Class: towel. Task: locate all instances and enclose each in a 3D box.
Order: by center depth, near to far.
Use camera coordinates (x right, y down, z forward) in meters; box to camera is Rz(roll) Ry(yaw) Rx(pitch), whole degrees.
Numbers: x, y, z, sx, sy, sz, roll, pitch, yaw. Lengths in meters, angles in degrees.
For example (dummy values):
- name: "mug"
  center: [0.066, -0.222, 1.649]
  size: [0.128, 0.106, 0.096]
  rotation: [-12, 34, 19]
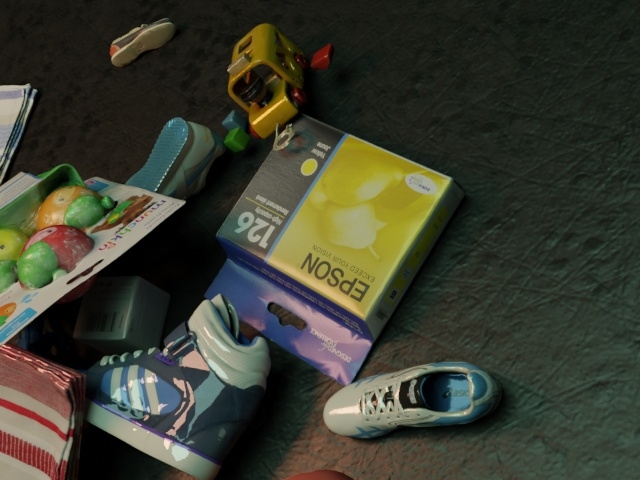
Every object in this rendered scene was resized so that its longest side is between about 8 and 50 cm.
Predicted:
- name: "towel"
  center: [-0.441, 0.302, 1.491]
  size: [0.237, 0.037, 0.329]
  rotation: [16, 108, 25]
- name: "towel"
  center: [-0.643, -0.160, 1.962]
  size: [0.209, 0.034, 0.285]
  rotation: [5, 70, 33]

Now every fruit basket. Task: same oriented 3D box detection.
- name: "fruit basket"
  center: [-0.401, 0.005, 1.556]
  size: [0.327, 0.165, 0.353]
  rotation: [-40, 23, -21]

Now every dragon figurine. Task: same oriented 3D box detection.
- name: "dragon figurine"
  center: [-0.450, 0.174, 1.615]
  size: [0.085, 0.144, 0.289]
  rotation: [-29, 56, 15]

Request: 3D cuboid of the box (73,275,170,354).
- name: "box"
  center: [-0.295, 0.113, 1.589]
  size: [0.101, 0.087, 0.102]
  rotation: [-3, 65, 30]

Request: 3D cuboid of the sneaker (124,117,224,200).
- name: "sneaker"
  center: [-0.236, -0.084, 1.657]
  size: [0.228, 0.092, 0.087]
  rotation: [-49, 50, 26]

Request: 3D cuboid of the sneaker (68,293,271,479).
- name: "sneaker"
  center: [-0.211, 0.174, 1.486]
  size: [0.323, 0.130, 0.236]
  rotation: [20, 77, 35]

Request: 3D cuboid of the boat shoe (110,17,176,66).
- name: "boat shoe"
  center: [-0.311, -0.352, 1.853]
  size: [0.137, 0.049, 0.043]
  rotation: [-27, 54, 23]

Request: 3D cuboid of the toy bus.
- name: "toy bus"
  center: [-0.088, -0.238, 1.592]
  size: [0.202, 0.104, 0.191]
  rotation: [6, 61, 59]

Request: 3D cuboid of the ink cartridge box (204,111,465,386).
- name: "ink cartridge box"
  center: [0.000, 0.000, 1.485]
  size: [0.304, 0.072, 0.307]
  rotation: [28, 81, 36]

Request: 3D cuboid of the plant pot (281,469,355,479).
- name: "plant pot"
  center: [0.026, 0.400, 1.166]
  size: [0.275, 0.275, 0.243]
  rotation: [-48, 43, 2]

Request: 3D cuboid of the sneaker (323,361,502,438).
- name: "sneaker"
  center: [0.104, 0.194, 1.318]
  size: [0.237, 0.086, 0.085]
  rotation: [-14, 62, 26]
